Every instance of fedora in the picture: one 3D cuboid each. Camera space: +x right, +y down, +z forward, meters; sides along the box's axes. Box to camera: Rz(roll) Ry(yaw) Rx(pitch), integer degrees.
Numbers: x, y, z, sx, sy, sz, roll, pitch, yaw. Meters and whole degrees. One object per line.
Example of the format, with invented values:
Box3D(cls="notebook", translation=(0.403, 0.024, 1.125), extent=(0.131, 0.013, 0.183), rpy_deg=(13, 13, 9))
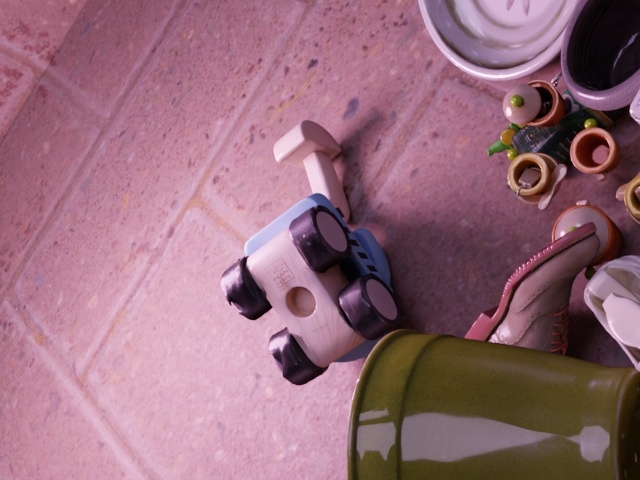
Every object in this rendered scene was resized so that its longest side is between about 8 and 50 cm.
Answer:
Box3D(cls="fedora", translation=(0.497, -0.315, 1.834), extent=(0.275, 0.124, 0.244), rpy_deg=(-60, 36, 21))

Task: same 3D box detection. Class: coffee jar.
Box3D(cls="coffee jar", translation=(0.410, -0.192, 1.976), extent=(0.184, 0.079, 0.096), rpy_deg=(-43, 38, 21))

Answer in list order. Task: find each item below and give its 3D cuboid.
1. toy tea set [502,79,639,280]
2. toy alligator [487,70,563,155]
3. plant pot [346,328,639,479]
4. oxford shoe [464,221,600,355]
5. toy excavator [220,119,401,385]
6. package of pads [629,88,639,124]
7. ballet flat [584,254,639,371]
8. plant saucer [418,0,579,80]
Box3D(cls="toy tea set", translation=(0.382, -0.105, 1.853), extent=(0.200, 0.124, 0.336), rpy_deg=(-50, 61, 17))
Box3D(cls="toy alligator", translation=(0.366, -0.204, 2.056), extent=(0.051, 0.056, 0.190), rpy_deg=(44, 103, 6))
Box3D(cls="plant pot", translation=(0.277, 0.296, 1.655), extent=(0.353, 0.366, 0.367), rpy_deg=(-6, 63, 31))
Box3D(cls="oxford shoe", translation=(0.339, 0.104, 1.783), extent=(0.130, 0.123, 0.348), rpy_deg=(53, 146, 20))
Box3D(cls="toy excavator", translation=(0.000, 0.000, 2.205), extent=(0.222, 0.445, 0.433), rpy_deg=(-36, 87, 25))
Box3D(cls="package of pads", translation=(0.584, -0.248, 1.708), extent=(0.101, 0.229, 0.297), rpy_deg=(30, 91, 45))
Box3D(cls="ballet flat", translation=(0.433, 0.093, 1.629), extent=(0.139, 0.139, 0.400), rpy_deg=(-50, 15, 12))
Box3D(cls="plant saucer", translation=(0.344, -0.487, 2.135), extent=(0.400, 0.100, 0.401), rpy_deg=(10, 104, 46))
